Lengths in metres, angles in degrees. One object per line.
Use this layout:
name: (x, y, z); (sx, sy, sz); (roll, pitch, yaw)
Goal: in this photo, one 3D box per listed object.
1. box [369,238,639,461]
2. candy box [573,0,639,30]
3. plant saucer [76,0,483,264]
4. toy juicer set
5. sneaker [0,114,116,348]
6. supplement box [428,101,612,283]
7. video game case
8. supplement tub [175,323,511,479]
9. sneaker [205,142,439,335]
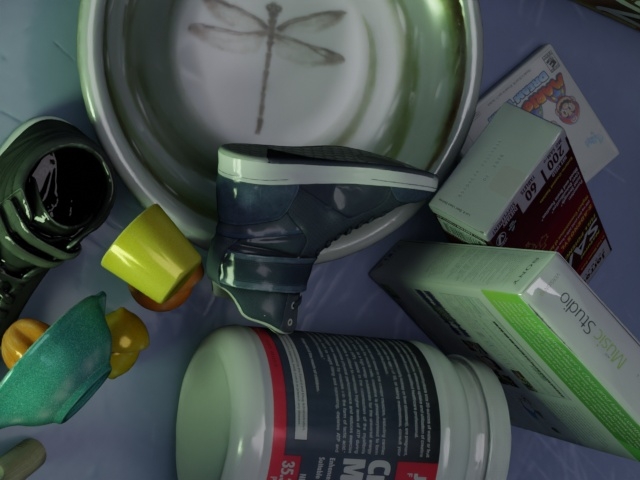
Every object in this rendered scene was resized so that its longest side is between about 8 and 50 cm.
box: (0.196, 0.100, 1.512); (0.058, 0.322, 0.232); (-47, 107, -12)
candy box: (0.378, -0.264, 1.661); (0.316, 0.183, 0.088); (19, 82, -22)
plant saucer: (-0.042, -0.177, 1.523); (0.400, 0.100, 0.401); (-2, 94, -24)
toy juicer set: (-0.229, 0.106, 1.417); (0.089, 0.209, 0.329); (41, 90, 4)
sneaker: (-0.277, 0.021, 1.408); (0.104, 0.147, 0.296); (32, 80, -22)
supplement box: (0.198, -0.011, 1.576); (0.130, 0.073, 0.239); (-53, 147, -11)
video game case: (0.217, -0.100, 1.683); (0.157, 0.019, 0.143); (-40, 105, -18)
supplement tub: (0.018, 0.182, 1.508); (0.272, 0.191, 0.191); (6, 88, -22)
sneaker: (-0.002, 0.000, 1.460); (0.226, 0.086, 0.164); (0, 104, -32)
